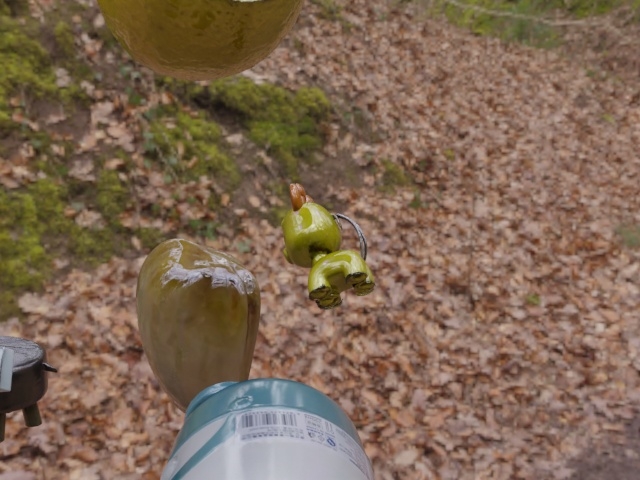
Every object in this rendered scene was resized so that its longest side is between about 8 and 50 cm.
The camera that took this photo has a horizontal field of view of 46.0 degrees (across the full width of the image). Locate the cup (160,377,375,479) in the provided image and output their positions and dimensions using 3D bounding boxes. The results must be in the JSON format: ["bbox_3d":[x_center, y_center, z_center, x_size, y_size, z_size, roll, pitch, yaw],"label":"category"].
[{"bbox_3d":[-0.022,0.282,0.730,0.289,0.219,0.258,28,16,-13],"label":"cup"}]

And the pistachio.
[{"bbox_3d":[-0.189,0.132,1.108,0.212,0.261,0.162,19,16,32],"label":"pistachio"}]

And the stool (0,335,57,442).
[{"bbox_3d":[-0.459,0.188,1.007,0.217,0.121,0.125,8,15,0],"label":"stool"}]

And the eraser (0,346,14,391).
[{"bbox_3d":[-0.300,0.112,0.636,0.083,0.038,0.019,-6,-22,12],"label":"eraser"}]

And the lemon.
[{"bbox_3d":[-0.198,-0.419,1.218,0.364,0.364,0.364,-2,10,0],"label":"lemon"}]

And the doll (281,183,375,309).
[{"bbox_3d":[0.000,0.000,1.259,0.135,0.221,0.143,-28,-34,12],"label":"doll"}]
